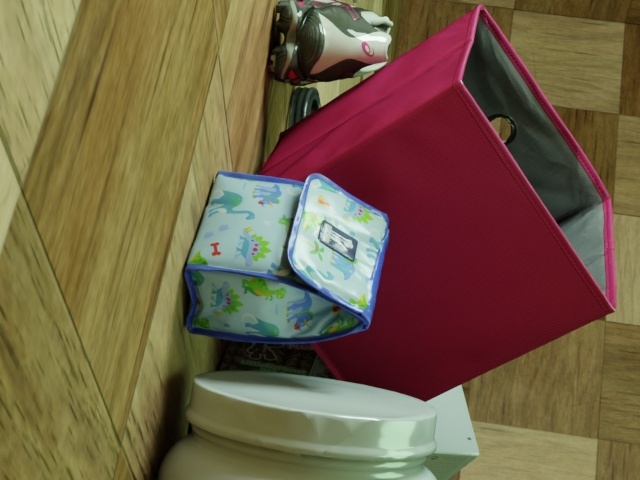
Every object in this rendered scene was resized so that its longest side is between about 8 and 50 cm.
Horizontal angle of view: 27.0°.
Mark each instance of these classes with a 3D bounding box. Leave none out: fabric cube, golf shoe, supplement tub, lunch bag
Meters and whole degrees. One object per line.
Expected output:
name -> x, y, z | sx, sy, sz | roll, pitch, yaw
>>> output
fabric cube -> 0.107, -0.027, 1.279 | 0.254, 0.258, 0.259 | 53, 24, -14
golf shoe -> 0.019, -0.210, 1.445 | 0.273, 0.120, 0.105 | -69, 165, -75
supplement tub -> -0.025, 0.272, 1.041 | 0.228, 0.228, 0.316 | -12, 110, -85
lunch bag -> -0.025, 0.015, 1.084 | 0.128, 0.151, 0.096 | -76, 173, -47

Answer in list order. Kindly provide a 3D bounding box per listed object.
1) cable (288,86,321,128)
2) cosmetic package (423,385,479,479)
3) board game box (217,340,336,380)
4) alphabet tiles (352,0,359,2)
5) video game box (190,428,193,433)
cable -> -0.040, -0.039, 1.566 | 0.139, 0.072, 0.287 | -1, 86, -68
cosmetic package -> 0.060, 0.219, 1.683 | 0.224, 0.138, 0.224 | -52, -140, 43
board game box -> -0.030, 0.199, 1.384 | 0.291, 0.141, 0.232 | -73, 170, -60
alphabet tiles -> 0.070, -0.478, 1.613 | 0.285, 0.011, 0.342 | -75, 172, -55
video game box -> -0.021, 0.242, 1.183 | 0.048, 0.205, 0.187 | -15, 114, -86
